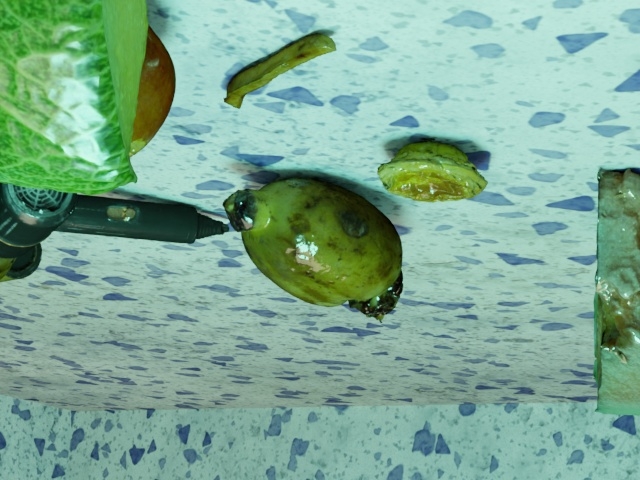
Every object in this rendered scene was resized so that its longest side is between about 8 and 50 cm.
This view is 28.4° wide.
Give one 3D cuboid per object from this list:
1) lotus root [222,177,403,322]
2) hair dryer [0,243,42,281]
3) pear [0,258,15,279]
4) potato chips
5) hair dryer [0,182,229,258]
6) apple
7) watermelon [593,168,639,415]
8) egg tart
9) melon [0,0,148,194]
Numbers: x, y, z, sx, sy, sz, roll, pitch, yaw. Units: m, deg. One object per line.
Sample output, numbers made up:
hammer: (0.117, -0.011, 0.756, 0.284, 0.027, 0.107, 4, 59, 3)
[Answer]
lotus root: (0.000, 0.000, 1.626, 0.169, 0.141, 0.314, -12, 148, 40)
hair dryer: (-0.569, -0.012, 1.897, 0.278, 0.090, 0.135, 26, 157, -38)
pear: (-0.504, 0.010, 1.774, 0.167, 0.137, 0.167, -36, 172, -6)
potato chips: (-0.048, -0.167, 1.256, 0.037, 0.026, 0.204, 10, 163, -29)
hair dryer: (-0.275, -0.039, 1.696, 0.352, 0.107, 0.189, 4, 165, -27)
apple: (-0.209, -0.151, 1.157, 0.156, 0.147, 0.158, 40, 148, -4)
watermelon: (0.411, 0.076, 1.548, 0.151, 0.264, 0.302, 1, 161, 12)
egg tart: (0.130, -0.080, 1.456, 0.130, 0.052, 0.130, 6, 165, 2)
melon: (-0.285, -0.211, 0.872, 0.343, 0.226, 0.331, 2, 125, 9)
